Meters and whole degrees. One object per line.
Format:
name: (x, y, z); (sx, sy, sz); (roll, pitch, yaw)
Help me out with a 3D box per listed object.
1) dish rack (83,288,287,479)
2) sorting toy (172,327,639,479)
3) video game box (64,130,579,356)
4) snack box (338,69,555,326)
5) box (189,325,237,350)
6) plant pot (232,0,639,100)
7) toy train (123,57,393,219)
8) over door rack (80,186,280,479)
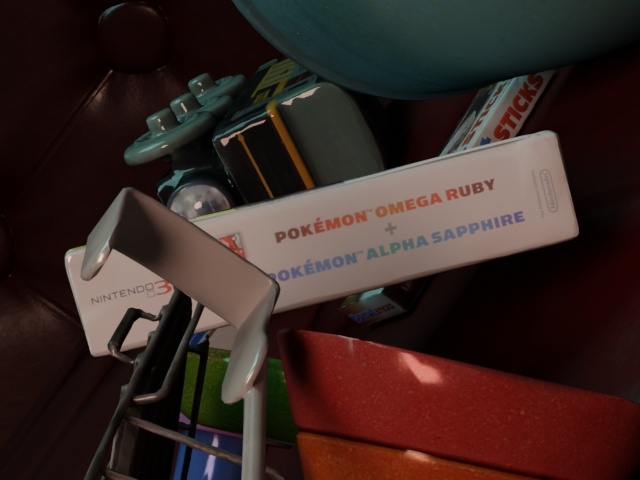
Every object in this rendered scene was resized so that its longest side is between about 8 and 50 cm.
dish rack: (-0.060, 0.154, 0.399); (0.271, 0.074, 0.208); (-73, -2, -56)
sorting toy: (-0.005, 0.109, 0.536); (0.365, 0.127, 0.126); (163, 119, -71)
video game box: (0.000, 0.000, 0.608); (0.187, 0.048, 0.205); (-12, 1, 0)
snack box: (0.074, -0.029, 0.817); (0.178, 0.022, 0.064); (-57, 11, -21)
box: (-0.086, 0.061, 1.214); (0.136, 0.036, 0.225); (-51, 11, 8)
plant pot: (0.104, -0.202, 0.642); (0.271, 0.271, 0.255); (-55, 24, -12)
toy train: (-0.033, -0.079, 1.143); (0.190, 0.142, 0.334); (-23, 12, 11)
over door rack: (0.066, 0.038, 0.249); (0.239, 0.108, 0.324); (-48, 34, 26)
